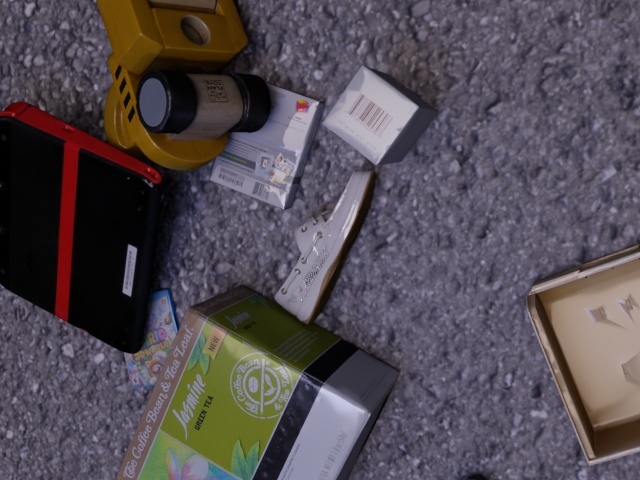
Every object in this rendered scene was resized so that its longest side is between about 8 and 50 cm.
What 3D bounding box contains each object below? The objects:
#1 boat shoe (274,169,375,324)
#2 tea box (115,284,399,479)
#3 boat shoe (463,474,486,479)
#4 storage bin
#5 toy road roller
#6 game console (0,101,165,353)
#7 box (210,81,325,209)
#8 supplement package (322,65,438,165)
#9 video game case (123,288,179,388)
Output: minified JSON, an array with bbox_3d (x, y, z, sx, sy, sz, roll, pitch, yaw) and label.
[{"bbox_3d":[0.000,0.000,1.335,0.096,0.098,0.277,28,105,11],"label":"boat shoe"},{"bbox_3d":[-0.098,0.300,1.338,0.323,0.220,0.329,27,104,13],"label":"tea box"},{"bbox_3d":[0.205,0.495,1.341,0.095,0.079,0.255,22,100,16],"label":"boat shoe"},{"bbox_3d":[0.467,0.147,1.193,0.262,0.123,0.260,-22,90,19],"label":"storage bin"},{"bbox_3d":[-0.254,-0.270,1.327,0.240,0.202,0.330,-29,75,44],"label":"toy road roller"},{"bbox_3d":[-0.427,-0.017,1.422,0.342,0.060,0.387,24,125,13],"label":"game console"},{"bbox_3d":[-0.090,-0.163,1.374,0.145,0.038,0.186,21,103,14],"label":"box"},{"bbox_3d":[0.093,-0.184,1.239,0.105,0.179,0.105,38,106,10],"label":"supplement package"},{"bbox_3d":[-0.306,0.179,1.496,0.119,0.015,0.166,-12,93,19],"label":"video game case"}]
